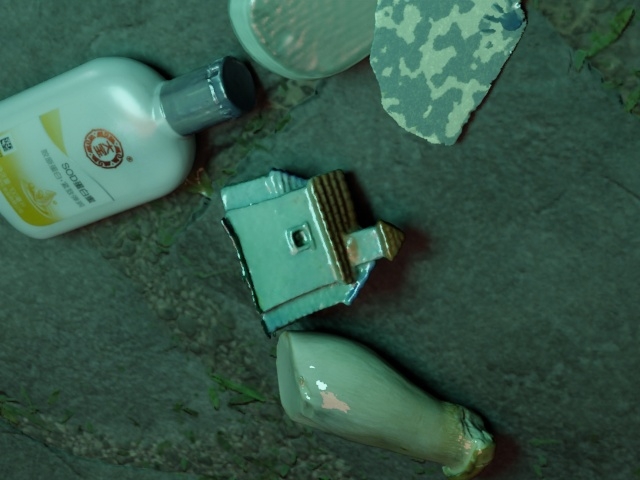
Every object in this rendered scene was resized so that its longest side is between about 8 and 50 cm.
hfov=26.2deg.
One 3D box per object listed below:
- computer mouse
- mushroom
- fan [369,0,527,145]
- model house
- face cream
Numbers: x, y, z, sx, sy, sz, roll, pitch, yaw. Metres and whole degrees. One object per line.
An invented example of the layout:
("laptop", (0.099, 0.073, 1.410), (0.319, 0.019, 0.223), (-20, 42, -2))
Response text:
("computer mouse", (0.026, -0.221, 1.086), (0.231, 0.079, 0.128), (-38, 115, 18))
("mushroom", (0.059, 0.153, 1.300), (0.225, 0.093, 0.116), (15, 147, 2))
("fan", (0.103, -0.170, 1.085), (0.131, 0.009, 0.240), (-6, 133, -18))
("model house", (0.000, 0.000, 1.226), (0.148, 0.119, 0.148), (-16, 91, 4))
("face cream", (-0.188, -0.094, 1.252), (0.291, 0.071, 0.144), (-16, 113, 29))
